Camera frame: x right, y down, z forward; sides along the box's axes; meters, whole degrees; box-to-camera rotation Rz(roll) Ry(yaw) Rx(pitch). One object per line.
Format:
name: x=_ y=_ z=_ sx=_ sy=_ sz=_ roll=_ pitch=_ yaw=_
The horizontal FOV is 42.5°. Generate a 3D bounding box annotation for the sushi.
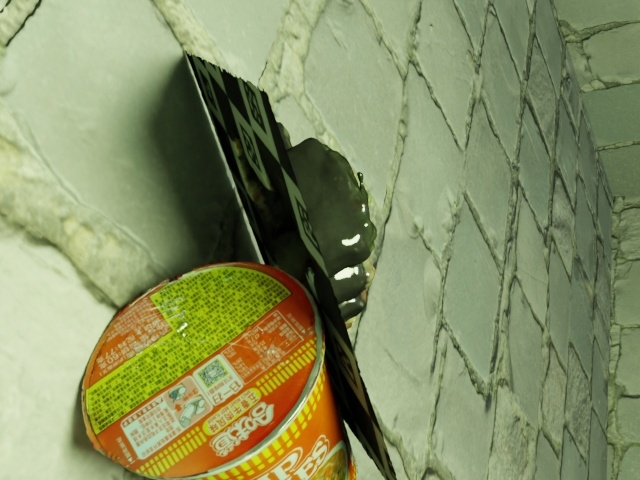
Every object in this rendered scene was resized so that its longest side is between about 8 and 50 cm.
sushi: x=0.000 y=0.000 z=0.688 sx=0.320 sy=0.068 sz=0.340 roll=-138 pitch=-152 yaw=-67

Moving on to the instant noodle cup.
instant noodle cup: x=-0.059 y=0.152 z=0.669 sx=0.212 sy=0.193 sz=0.193 roll=67 pitch=32 yaw=-45
